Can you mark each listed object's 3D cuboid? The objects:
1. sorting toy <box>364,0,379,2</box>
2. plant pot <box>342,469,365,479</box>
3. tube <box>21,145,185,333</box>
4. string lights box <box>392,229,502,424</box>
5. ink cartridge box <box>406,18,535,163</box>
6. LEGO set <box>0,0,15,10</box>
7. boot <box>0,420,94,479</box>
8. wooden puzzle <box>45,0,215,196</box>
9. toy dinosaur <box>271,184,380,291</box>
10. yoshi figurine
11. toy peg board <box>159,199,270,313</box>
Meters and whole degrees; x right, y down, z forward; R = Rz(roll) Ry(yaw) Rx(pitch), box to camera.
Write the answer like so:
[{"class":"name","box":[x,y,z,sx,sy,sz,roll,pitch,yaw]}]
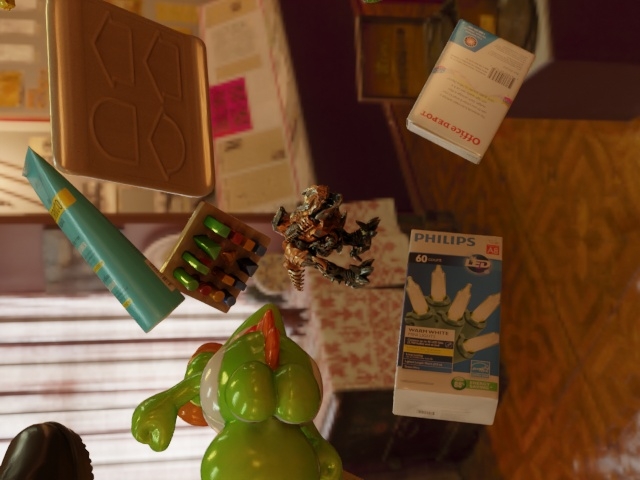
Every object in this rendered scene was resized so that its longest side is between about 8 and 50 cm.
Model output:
[{"class":"sorting toy","box":[0.065,-0.407,1.413,0.042,0.061,0.102,60,-173,-58]},{"class":"plant pot","box":[-0.005,0.473,1.513,0.212,0.187,0.212,16,107,37]},{"class":"tube","box":[-0.219,-0.002,0.916,0.207,0.052,0.080,49,148,-2]},{"class":"string lights box","box":[0.176,0.113,1.273,0.077,0.133,0.260,86,-169,-53]},{"class":"ink cartridge box","box":[0.156,-0.154,0.980,0.122,0.088,0.052,-62,-6,-3]},{"class":"LEGO set","box":[-0.575,-0.474,1.674,0.087,0.227,0.093,-22,74,37]},{"class":"boot","box":[-0.498,0.314,1.185,0.146,0.445,0.367,-39,42,15]},{"class":"wooden puzzle","box":[-0.342,-0.247,1.662,0.080,0.348,0.322,-12,79,36]},{"class":"toy dinosaur","box":[0.000,0.000,1.920,0.322,0.218,0.164,127,157,-72]},{"class":"yoshi figurine","box":[-0.076,0.198,0.967,0.203,0.203,0.362,58,169,2]},{"class":"toy peg board","box":[-0.173,0.042,1.634,0.161,0.160,0.079,-59,36,1]}]
